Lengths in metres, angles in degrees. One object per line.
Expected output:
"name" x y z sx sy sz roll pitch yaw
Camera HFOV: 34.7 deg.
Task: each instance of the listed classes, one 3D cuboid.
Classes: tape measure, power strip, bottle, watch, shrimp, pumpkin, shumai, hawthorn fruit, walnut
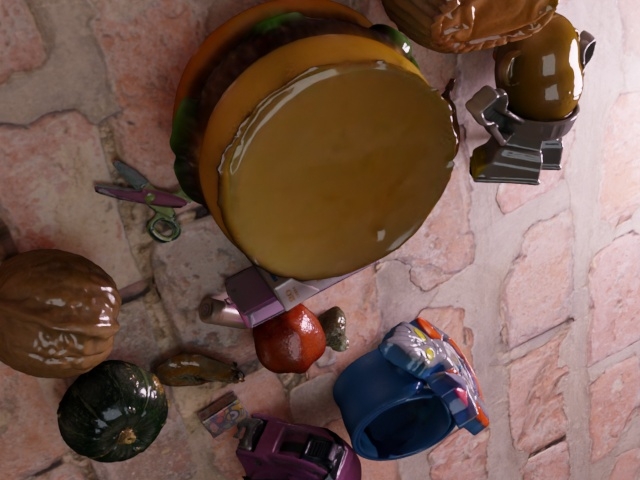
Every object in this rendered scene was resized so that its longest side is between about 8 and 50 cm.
"tape measure" -0.046 0.464 2.014 0.245 0.149 0.231 7 133 19
"power strip" -0.036 0.055 1.772 0.279 0.109 0.037 -27 131 -11
"bottle" -0.164 0.130 1.799 0.096 0.045 0.045 16 114 -39
"watch" 0.151 0.305 2.014 0.274 0.241 0.305 -36 136 18
"shrimp" -0.216 0.239 1.860 0.190 0.042 0.101 12 137 -37
"pumpkin" -0.351 0.292 1.744 0.190 0.146 0.190 -38 150 -27
"shumai" 0.029 0.177 1.926 0.082 0.083 0.080 -24 123 40
"hawthorn fruit" -0.062 0.171 1.833 0.133 0.133 0.138 -31 125 -7
"walnut" -0.407 0.110 1.544 0.213 0.213 0.213 -16 131 -20

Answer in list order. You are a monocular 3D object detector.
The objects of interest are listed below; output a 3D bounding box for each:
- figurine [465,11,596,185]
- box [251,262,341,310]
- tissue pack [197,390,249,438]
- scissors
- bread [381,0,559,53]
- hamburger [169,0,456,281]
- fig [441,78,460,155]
"figurine" 0.359 -0.249 1.732 0.342 0.167 0.285 -57 158 -47
"box" -0.001 0.001 1.724 0.233 0.149 0.067 -31 131 -6
"tissue pack" -0.185 0.331 1.949 0.083 0.035 0.063 -31 134 -4
"scissors" -0.266 -0.068 1.602 0.187 0.020 0.133 27 111 -43
"bread" 0.226 -0.378 1.534 0.274 0.149 0.274 -8 145 -6
"hamburger" -0.011 -0.156 1.505 0.395 0.277 0.396 -14 128 -18
"fig" 0.177 -0.199 1.731 0.119 0.153 0.119 -2 164 -1
